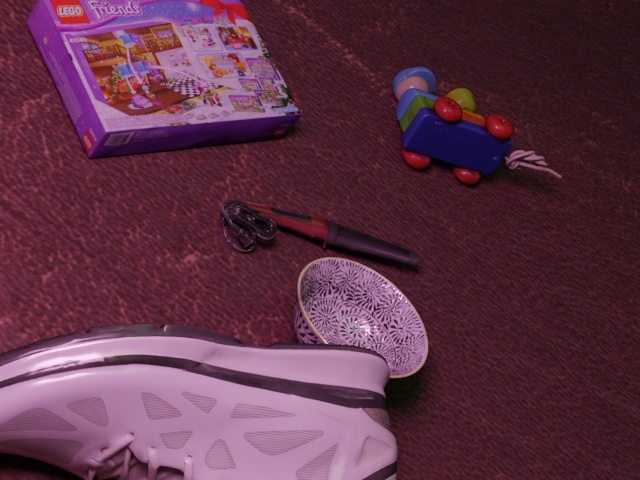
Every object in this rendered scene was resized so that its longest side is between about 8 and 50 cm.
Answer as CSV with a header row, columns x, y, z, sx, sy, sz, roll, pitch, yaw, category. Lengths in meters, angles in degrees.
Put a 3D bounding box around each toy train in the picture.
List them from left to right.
x,y,z,sx,sy,sz,roll,pitch,yaw,category
0.217,-0.159,1.728,0.248,0.105,0.143,14,37,-28,toy train

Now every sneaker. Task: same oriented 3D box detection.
x,y,z,sx,sy,sz,roll,pitch,yaw,category
-0.110,0.226,1.121,0.447,0.169,0.257,4,61,-28,sneaker

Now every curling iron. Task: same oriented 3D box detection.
x,y,z,sx,sy,sz,roll,pitch,yaw,category
0.000,0.000,1.478,0.274,0.035,0.068,12,55,-28,curling iron

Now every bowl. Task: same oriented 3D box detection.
x,y,z,sx,sy,sz,roll,pitch,yaw,category
0.029,0.107,1.374,0.170,0.080,0.170,24,37,-20,bowl

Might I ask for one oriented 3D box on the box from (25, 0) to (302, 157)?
x,y,z,sx,sy,sz,roll,pitch,yaw,category
-0.185,-0.208,1.486,0.293,0.057,0.201,-10,65,-41,box
